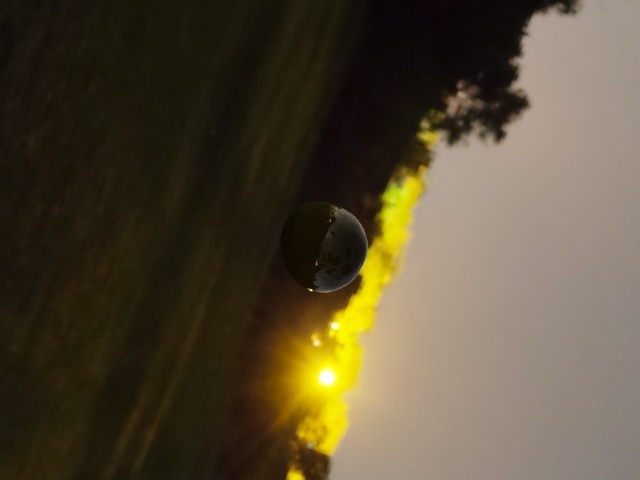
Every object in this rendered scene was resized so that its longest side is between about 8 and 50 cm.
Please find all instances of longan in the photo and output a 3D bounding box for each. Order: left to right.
[{"bbox_3d":[0.000,0.000,0.952,0.083,0.075,0.075,66,-36,39],"label":"longan"}]
